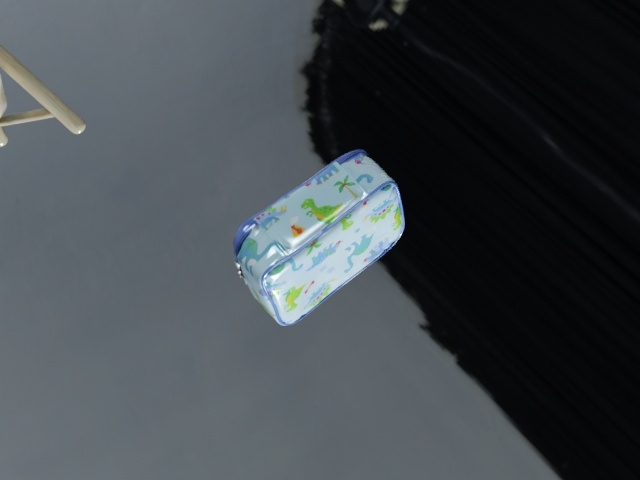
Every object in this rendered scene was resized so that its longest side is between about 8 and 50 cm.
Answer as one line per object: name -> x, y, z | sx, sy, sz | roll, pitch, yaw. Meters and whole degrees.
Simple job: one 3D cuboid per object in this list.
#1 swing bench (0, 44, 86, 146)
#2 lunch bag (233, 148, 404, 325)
swing bench -> -0.422, -0.123, 1.125 | 0.255, 0.165, 0.253 | 57, 44, -34
lunch bag -> 0.000, 0.000, 1.379 | 0.219, 0.090, 0.176 | -37, 151, -10
